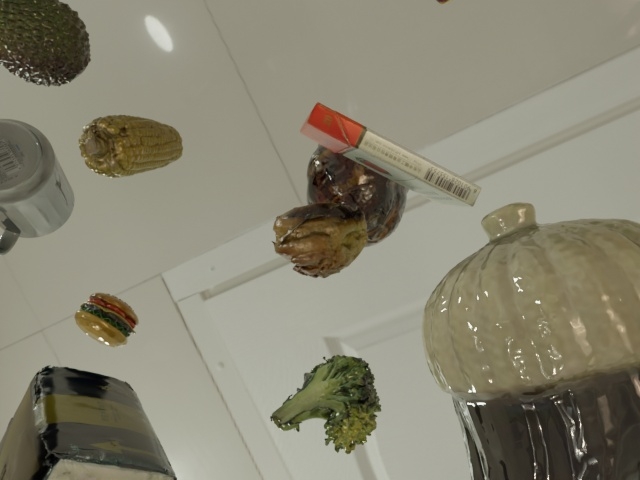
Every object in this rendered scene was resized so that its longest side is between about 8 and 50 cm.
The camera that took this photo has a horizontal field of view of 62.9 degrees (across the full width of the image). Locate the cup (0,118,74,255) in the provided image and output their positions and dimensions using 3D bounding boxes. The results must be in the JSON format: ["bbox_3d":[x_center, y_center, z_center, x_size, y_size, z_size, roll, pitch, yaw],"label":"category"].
[{"bbox_3d":[-0.837,-0.126,1.408,0.327,0.237,0.322,133,155,-68],"label":"cup"}]

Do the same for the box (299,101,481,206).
[{"bbox_3d":[0.090,-0.114,0.730,0.245,0.035,0.139,25,-177,-9],"label":"box"}]

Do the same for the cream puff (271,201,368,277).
[{"bbox_3d":[0.000,0.000,0.720,0.133,0.119,0.104,2,-103,-24],"label":"cream puff"}]

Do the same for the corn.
[{"bbox_3d":[-0.403,-0.208,1.146,0.130,0.130,0.347,64,-166,-5],"label":"corn"}]

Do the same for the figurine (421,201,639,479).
[{"bbox_3d":[0.158,0.137,0.315,0.204,0.185,0.332,32,-127,-29],"label":"figurine"}]

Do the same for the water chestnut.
[{"bbox_3d":[0.079,-0.126,1.231,0.289,0.244,0.289,-21,-65,-53],"label":"water chestnut"}]

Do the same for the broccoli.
[{"bbox_3d":[0.032,0.429,1.308,0.242,0.273,0.180,36,156,59],"label":"broccoli"}]

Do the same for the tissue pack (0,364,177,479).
[{"bbox_3d":[-0.469,0.451,1.011,0.253,0.264,0.417,24,177,-33],"label":"tissue pack"}]

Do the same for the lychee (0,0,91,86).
[{"bbox_3d":[-0.489,-0.350,0.897,0.171,0.171,0.171,53,-157,-33],"label":"lychee"}]

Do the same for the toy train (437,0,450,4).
[{"bbox_3d":[0.182,-0.271,0.328,0.161,0.296,0.100,-38,-79,-26],"label":"toy train"}]

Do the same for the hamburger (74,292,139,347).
[{"bbox_3d":[-0.563,0.212,1.387,0.162,0.162,0.115,53,-127,-34],"label":"hamburger"}]
